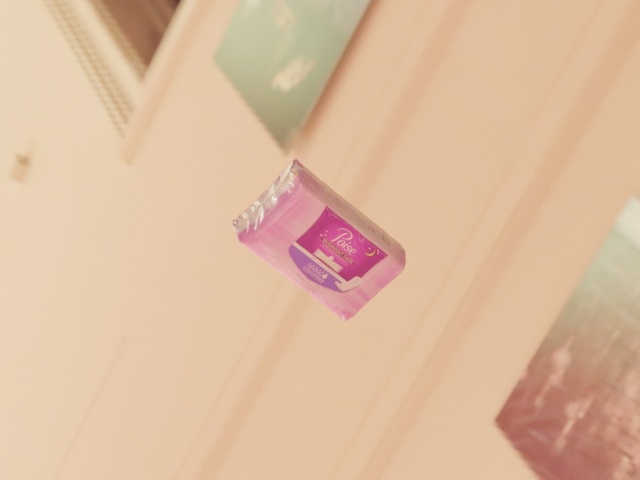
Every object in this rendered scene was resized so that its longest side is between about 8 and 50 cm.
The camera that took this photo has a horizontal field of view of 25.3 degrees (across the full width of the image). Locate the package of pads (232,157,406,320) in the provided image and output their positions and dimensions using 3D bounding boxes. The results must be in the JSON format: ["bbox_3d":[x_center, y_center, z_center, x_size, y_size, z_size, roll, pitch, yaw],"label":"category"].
[{"bbox_3d":[0.000,0.000,0.752,0.083,0.050,0.032,38,-161,-27],"label":"package of pads"}]
